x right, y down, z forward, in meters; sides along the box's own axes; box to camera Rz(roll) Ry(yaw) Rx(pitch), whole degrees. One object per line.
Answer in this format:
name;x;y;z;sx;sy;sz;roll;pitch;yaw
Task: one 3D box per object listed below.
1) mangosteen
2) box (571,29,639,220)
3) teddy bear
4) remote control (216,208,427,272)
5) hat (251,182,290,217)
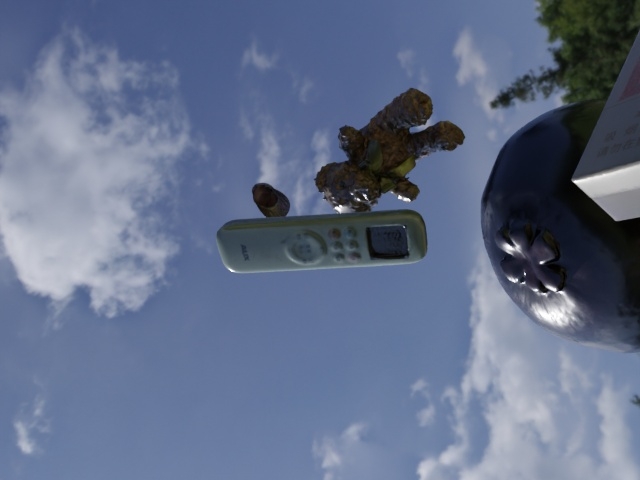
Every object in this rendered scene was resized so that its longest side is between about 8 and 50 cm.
mangosteen;0.460;-0.038;0.972;0.434;0.382;0.383;-21;-93;-25
box;0.287;-0.117;0.472;0.058;0.141;0.201;38;-110;-16
teddy bear;0.139;-0.175;1.421;0.246;0.296;0.223;38;-120;-25
remote control;0.000;0.001;0.937;0.038;0.309;0.090;-75;-21;-55
hat;-0.095;-0.077;1.244;0.087;0.058;0.042;34;-166;9
